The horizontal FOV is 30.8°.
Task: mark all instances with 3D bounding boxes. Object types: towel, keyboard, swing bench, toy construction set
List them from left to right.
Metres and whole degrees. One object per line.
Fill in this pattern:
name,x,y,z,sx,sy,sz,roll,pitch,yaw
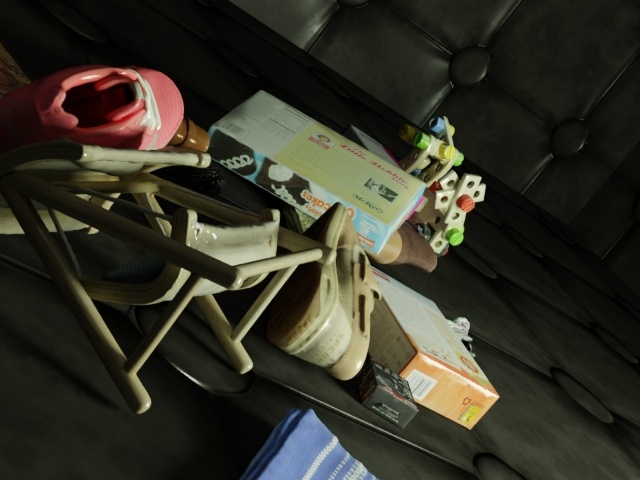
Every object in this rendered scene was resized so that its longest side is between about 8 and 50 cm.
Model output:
swing bench,-0.161,0.003,1.085,0.255,0.165,0.253,41,15,12
keyboard,-0.177,-0.098,1.627,0.100,0.038,0.192,40,15,9
towel,0.000,0.000,1.768,0.110,0.027,0.148,31,16,-29
towel,0.074,0.290,1.012,0.336,0.040,0.243,39,15,4
toy construction set,0.225,-0.100,2.248,0.151,0.215,0.327,31,16,-24

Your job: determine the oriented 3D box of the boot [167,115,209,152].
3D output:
boot,-0.225,-0.162,1.631,0.152,0.073,0.197,32,15,-20

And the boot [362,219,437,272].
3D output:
boot,0.081,-0.048,2.000,0.207,0.090,0.248,18,32,-52

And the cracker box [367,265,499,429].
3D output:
cracker box,0.124,0.136,1.559,0.156,0.067,0.232,30,17,-31

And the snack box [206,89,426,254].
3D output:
snack box,-0.006,-0.114,1.838,0.322,0.060,0.187,30,33,8

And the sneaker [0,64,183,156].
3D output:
sneaker,-0.213,-0.126,1.186,0.314,0.136,0.115,-29,98,-59

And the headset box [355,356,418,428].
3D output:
headset box,0.078,0.182,1.373,0.062,0.032,0.083,33,16,-17

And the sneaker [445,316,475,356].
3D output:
sneaker,0.220,0.155,1.807,0.069,0.038,0.098,46,26,25

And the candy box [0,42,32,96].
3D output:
candy box,-0.438,-0.216,1.251,0.183,0.087,0.316,22,22,-52

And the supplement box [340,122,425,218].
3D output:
supplement box,0.091,-0.110,2.166,0.111,0.114,0.220,31,14,-27

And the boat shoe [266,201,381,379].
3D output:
boat shoe,0.011,0.062,1.439,0.110,0.121,0.341,39,24,-13
